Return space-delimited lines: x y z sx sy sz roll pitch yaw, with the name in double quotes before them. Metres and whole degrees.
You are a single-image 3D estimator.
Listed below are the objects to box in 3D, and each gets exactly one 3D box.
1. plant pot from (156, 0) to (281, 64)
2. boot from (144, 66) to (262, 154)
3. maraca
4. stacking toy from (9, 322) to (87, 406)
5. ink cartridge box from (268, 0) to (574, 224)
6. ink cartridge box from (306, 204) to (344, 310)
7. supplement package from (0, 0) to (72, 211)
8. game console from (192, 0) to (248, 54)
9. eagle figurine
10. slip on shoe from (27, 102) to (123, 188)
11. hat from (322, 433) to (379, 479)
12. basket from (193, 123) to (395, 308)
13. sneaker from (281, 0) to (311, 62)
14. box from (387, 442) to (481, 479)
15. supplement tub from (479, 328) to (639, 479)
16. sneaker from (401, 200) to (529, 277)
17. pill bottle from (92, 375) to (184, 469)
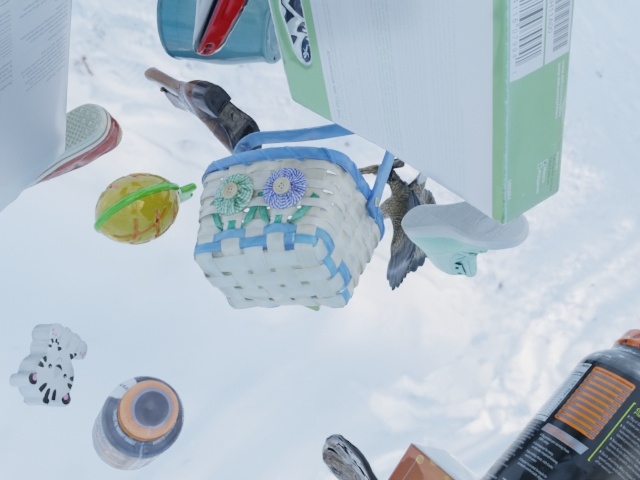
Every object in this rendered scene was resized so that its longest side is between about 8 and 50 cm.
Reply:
"plant pot" -0.205 -0.536 1.663 0.255 0.271 0.271 17 151 13
"boot" -0.297 -0.311 1.772 0.096 0.281 0.264 -57 136 -11
"maraca" -0.255 -0.049 1.035 0.127 0.099 0.186 -31 175 23
"stacking toy" -0.275 0.044 0.427 0.167 0.052 0.221 -7 143 24
"ink cartridge box" 0.050 -0.134 0.457 0.056 0.235 0.171 -31 134 -20
"ink cartridge box" 0.000 0.000 1.414 0.097 0.188 0.255 21 151 5
"supplement package" -0.379 -0.169 0.671 0.198 0.199 0.262 25 134 1
"game console" -0.067 -0.438 0.733 0.060 0.386 0.342 13 151 -25
"eagle figurine" 0.204 -0.055 1.722 0.226 0.298 0.225 -23 179 -22
"slip on shoe" -0.548 -0.173 1.436 0.332 0.122 0.101 -23 161 16
"hat" 0.043 0.301 0.453 0.134 0.331 0.331 -28 151 -13
"basket" -0.029 -0.056 0.956 0.255 0.288 0.201 -6 134 23
"sneaker" -0.013 -0.471 1.527 0.094 0.153 0.234 -32 122 -18
"box" 0.267 0.564 1.273 0.168 0.345 0.215 31 92 -50
"supplement tub" 0.388 0.298 0.967 0.338 0.207 0.207 -45 151 -11
"sneaker" 0.283 0.004 1.268 0.256 0.094 0.151 6 145 49
"pill bottle" -0.297 0.297 1.152 0.131 0.130 0.245 -4 158 -25
